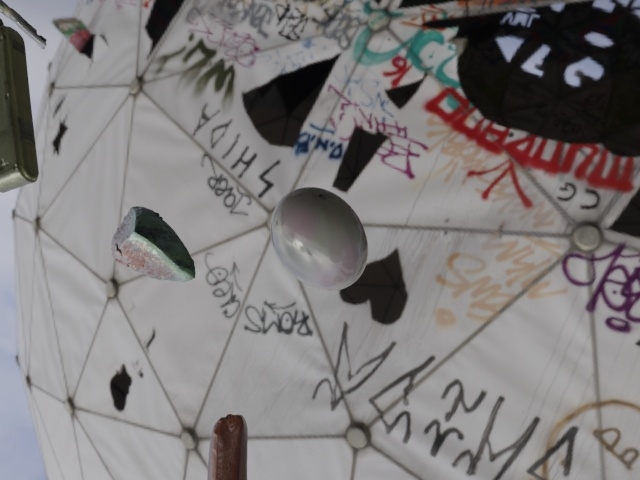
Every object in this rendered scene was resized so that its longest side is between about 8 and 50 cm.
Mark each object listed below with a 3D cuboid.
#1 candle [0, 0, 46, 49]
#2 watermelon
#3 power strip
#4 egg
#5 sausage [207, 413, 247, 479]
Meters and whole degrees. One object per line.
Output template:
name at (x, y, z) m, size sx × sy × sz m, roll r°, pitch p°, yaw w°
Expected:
candle at (-0.406, -0.256, 0.506) m, size 0.330 × 0.187 × 0.187 m, roll 3°, pitch -152°, yaw -46°
watermelon at (-0.287, 0.012, 0.998) m, size 0.180 × 0.094 × 0.081 m, roll 27°, pitch -163°, yaw 25°
power strip at (-0.635, -0.284, 1.203) m, size 0.092 × 0.387 × 0.066 m, roll -17°, pitch 166°, yaw 12°
egg at (0.000, 0.000, 0.683) m, size 0.103 × 0.135 × 0.103 m, roll -26°, pitch -149°, yaw 17°
sausage at (-0.074, 0.214, 0.473) m, size 0.035 × 0.030 × 0.147 m, roll 2°, pitch -114°, yaw -8°
